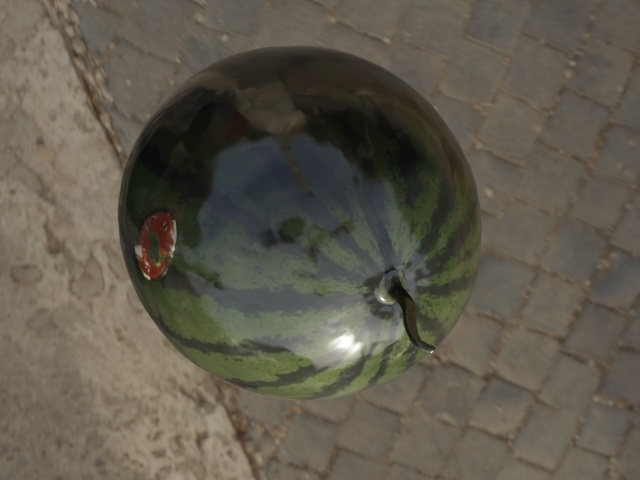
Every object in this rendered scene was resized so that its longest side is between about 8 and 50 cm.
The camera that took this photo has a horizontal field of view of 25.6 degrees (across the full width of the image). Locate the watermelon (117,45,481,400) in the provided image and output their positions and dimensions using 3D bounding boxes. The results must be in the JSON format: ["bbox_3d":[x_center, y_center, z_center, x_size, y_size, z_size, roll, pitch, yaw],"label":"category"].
[{"bbox_3d":[0.000,0.000,0.410,0.105,0.133,0.105,-15,121,-26],"label":"watermelon"}]
